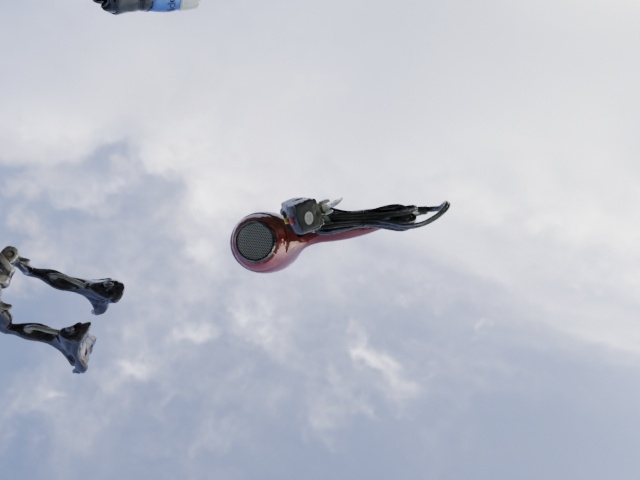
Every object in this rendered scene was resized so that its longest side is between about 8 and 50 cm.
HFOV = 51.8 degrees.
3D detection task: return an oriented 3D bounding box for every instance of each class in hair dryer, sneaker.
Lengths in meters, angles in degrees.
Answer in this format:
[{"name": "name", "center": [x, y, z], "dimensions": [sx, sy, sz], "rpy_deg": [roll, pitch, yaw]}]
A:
[{"name": "hair dryer", "center": [0.000, 0.000, 0.826], "dimensions": [0.224, 0.294, 0.080], "rpy_deg": [0, -94, -30]}, {"name": "sneaker", "center": [-0.156, -0.230, 0.521], "dimensions": [0.085, 0.058, 0.152], "rpy_deg": [-14, -122, -20]}]

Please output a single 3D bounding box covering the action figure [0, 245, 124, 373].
[{"name": "action figure", "center": [-0.339, 0.038, 0.616], "dimensions": [0.276, 0.141, 0.164], "rpy_deg": [29, -134, -26]}]
